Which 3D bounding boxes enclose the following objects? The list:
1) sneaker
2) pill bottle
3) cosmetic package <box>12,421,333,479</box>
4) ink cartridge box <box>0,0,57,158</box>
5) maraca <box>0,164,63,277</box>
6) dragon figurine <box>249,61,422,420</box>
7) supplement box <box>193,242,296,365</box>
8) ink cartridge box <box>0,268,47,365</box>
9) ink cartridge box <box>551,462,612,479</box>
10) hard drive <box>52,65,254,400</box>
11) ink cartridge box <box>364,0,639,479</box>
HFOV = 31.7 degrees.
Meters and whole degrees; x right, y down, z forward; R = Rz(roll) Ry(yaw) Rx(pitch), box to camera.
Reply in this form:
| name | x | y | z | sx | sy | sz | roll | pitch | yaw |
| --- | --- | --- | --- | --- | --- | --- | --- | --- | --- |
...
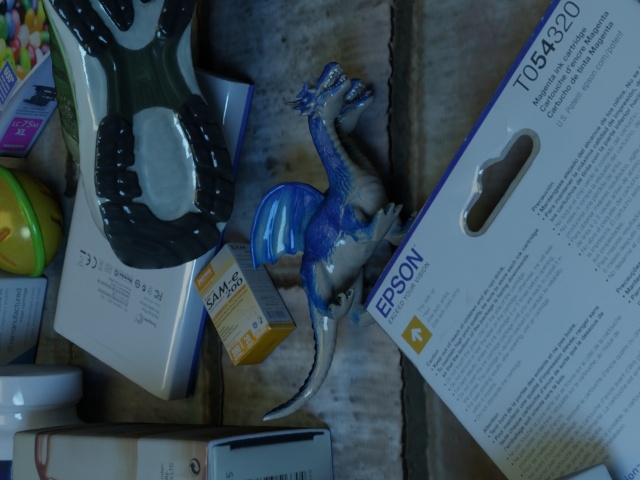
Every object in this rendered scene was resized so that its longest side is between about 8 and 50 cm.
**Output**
| name | x | y | z | sx | sy | sz | roll | pitch | yaw |
| --- | --- | --- | --- | --- | --- | --- | --- | --- | --- |
| sneaker | -0.198 | -0.181 | 1.023 | 0.182 | 0.158 | 0.410 | 9 | 107 | 59 |
| pill bottle | -0.317 | 0.269 | 1.202 | 0.153 | 0.153 | 0.264 | -2 | 89 | 44 |
| cosmetic package | -0.142 | 0.236 | 1.039 | 0.296 | 0.153 | 0.129 | -8 | 83 | 42 |
| ink cartridge box | -0.326 | -0.265 | 1.281 | 0.311 | 0.065 | 0.185 | -47 | 60 | 31 |
| maraca | -0.354 | -0.031 | 1.276 | 0.186 | 0.099 | 0.127 | 38 | 135 | 44 |
| dragon figurine | 0.000 | 0.000 | 0.948 | 0.144 | 0.085 | 0.289 | 36 | 113 | 38 |
| supplement box | -0.072 | 0.059 | 1.050 | 0.062 | 0.036 | 0.098 | -48 | 59 | 32 |
| ink cartridge box | -0.468 | 0.099 | 1.292 | 0.168 | 0.233 | 0.171 | 23 | 106 | 42 |
| ink cartridge box | 0.165 | 0.275 | 0.720 | 0.134 | 0.078 | 0.231 | -40 | 69 | 53 |
| hard drive | -0.178 | -0.025 | 1.149 | 0.210 | 0.040 | 0.318 | 23 | 106 | 41 |
| ink cartridge box | 0.214 | 0.037 | 0.753 | 0.330 | 0.071 | 0.324 | 51 | 125 | 32 |
